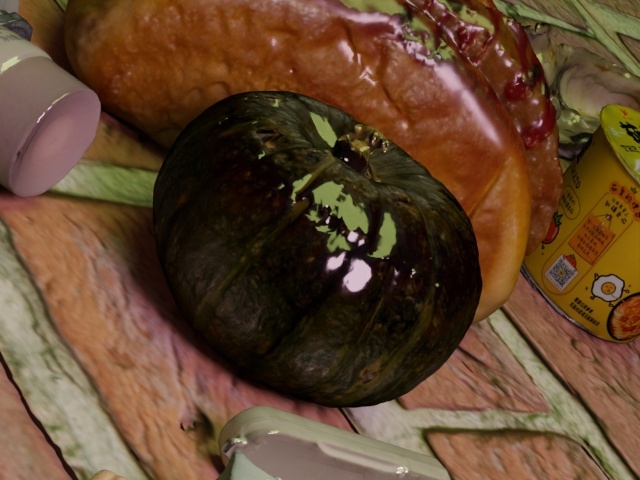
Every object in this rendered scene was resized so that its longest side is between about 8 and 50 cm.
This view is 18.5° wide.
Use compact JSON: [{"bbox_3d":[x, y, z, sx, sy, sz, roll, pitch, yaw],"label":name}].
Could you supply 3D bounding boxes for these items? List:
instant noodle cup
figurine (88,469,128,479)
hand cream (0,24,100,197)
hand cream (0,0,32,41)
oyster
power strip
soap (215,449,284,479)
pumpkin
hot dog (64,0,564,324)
[{"bbox_3d":[0.264,-0.005,1.699,0.182,0.144,0.182,33,25,-18],"label":"instant noodle cup"},{"bbox_3d":[-0.048,0.219,0.842,0.237,0.141,0.162,43,28,6],"label":"figurine"},{"bbox_3d":[-0.257,-0.126,1.248,0.248,0.083,0.133,36,20,20],"label":"hand cream"},{"bbox_3d":[-0.290,-0.220,1.382,0.091,0.058,0.271,-11,50,-47],"label":"hand cream"},{"bbox_3d":[0.286,-0.137,2.070,0.345,0.078,0.129,12,56,-50],"label":"oyster"},{"bbox_3d":[0.015,0.140,1.192,0.191,0.047,0.030,21,23,-36],"label":"power strip"},{"bbox_3d":[0.013,0.208,1.050,0.198,0.063,0.114,33,26,-14],"label":"soap"},{"bbox_3d":[0.002,-0.002,1.285,0.238,0.159,0.238,27,28,-16],"label":"pumpkin"},{"bbox_3d":[0.021,-0.126,1.462,0.405,0.223,0.185,35,21,-12],"label":"hot dog"}]
